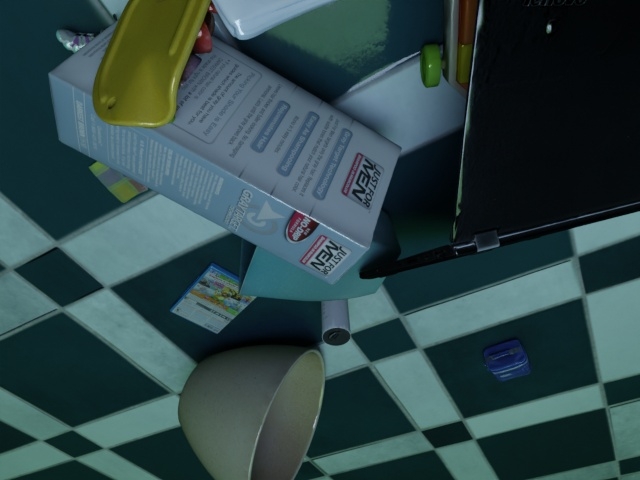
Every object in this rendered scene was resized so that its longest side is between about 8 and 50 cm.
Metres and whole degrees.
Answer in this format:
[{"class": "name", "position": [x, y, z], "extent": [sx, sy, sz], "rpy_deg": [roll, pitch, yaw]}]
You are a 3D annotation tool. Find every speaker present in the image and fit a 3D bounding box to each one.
[{"class": "speaker", "position": [0.028, 0.135, 0.841], "extent": [0.055, 0.136, 0.055], "rpy_deg": [-1, 128, -1]}]

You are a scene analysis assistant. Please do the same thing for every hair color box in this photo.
[{"class": "hair color box", "position": [-0.098, -0.120, 0.545], "extent": [0.374, 0.186, 0.114], "rpy_deg": [28, 144, -8]}]

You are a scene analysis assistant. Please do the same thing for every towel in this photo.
[{"class": "towel", "position": [-0.337, -0.103, 0.724], "extent": [0.060, 0.010, 0.083], "rpy_deg": [-25, 124, 18]}]

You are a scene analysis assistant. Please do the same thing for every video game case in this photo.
[{"class": "video game case", "position": [-0.221, 0.125, 0.906], "extent": [0.119, 0.015, 0.166], "rpy_deg": [34, 121, -24]}]

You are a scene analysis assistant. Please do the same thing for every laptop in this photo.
[{"class": "laptop", "position": [0.267, -0.120, 0.562], "extent": [0.381, 0.237, 0.408], "rpy_deg": [-11, 173, -19]}]

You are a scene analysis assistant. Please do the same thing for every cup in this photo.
[{"class": "cup", "position": [-0.162, 0.366, 0.942], "extent": [0.236, 0.331, 0.332], "rpy_deg": [12, 132, 22]}]

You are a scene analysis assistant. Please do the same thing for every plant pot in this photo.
[{"class": "plant pot", "position": [0.000, 0.000, 0.722], "extent": [0.234, 0.166, 0.166], "rpy_deg": [14, 127, -18]}]

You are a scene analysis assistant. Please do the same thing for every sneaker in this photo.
[{"class": "sneaker", "position": [-0.291, -0.272, 0.576], "extent": [0.098, 0.038, 0.069], "rpy_deg": [21, 124, -28]}]

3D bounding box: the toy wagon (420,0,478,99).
[{"class": "toy wagon", "position": [0.259, -0.326, 0.522], "extent": [0.266, 0.068, 0.345], "rpy_deg": [-7, 129, 4]}]

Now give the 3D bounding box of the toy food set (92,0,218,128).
[{"class": "toy food set", "position": [-0.137, -0.198, 0.427], "extent": [0.128, 0.218, 0.071], "rpy_deg": [13, 170, 33]}]

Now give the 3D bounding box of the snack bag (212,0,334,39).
[{"class": "snack bag", "position": [-0.014, -0.357, 0.329], "extent": [0.322, 0.037, 0.343], "rpy_deg": [-31, 103, -21]}]

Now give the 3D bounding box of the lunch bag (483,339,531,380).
[{"class": "lunch bag", "position": [0.429, 0.277, 1.007], "extent": [0.098, 0.067, 0.065], "rpy_deg": [-27, 124, 20]}]
